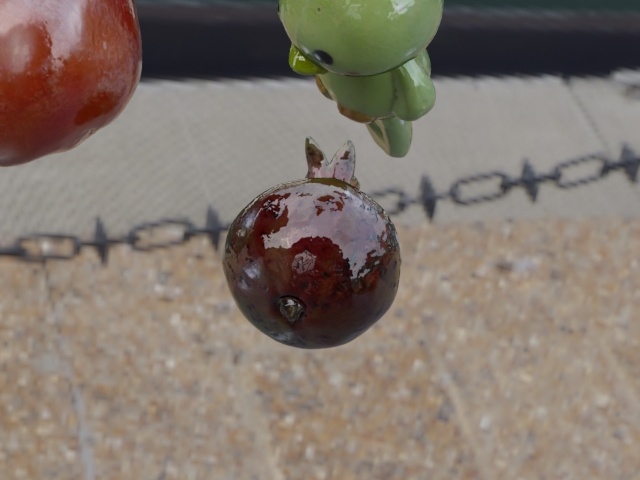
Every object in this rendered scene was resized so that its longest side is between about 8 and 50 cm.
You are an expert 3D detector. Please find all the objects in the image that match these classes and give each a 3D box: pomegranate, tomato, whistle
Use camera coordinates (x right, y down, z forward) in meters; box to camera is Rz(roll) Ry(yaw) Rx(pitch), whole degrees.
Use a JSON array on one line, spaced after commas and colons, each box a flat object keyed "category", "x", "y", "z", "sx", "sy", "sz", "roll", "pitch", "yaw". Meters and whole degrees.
[{"category": "pomegranate", "x": 0.005, "y": 0.001, "z": 1.217, "sx": 0.129, "sy": 0.129, "sz": 0.159, "roll": 26, "pitch": 67, "yaw": 19}, {"category": "tomato", "x": -0.196, "y": -0.142, "z": 1.146, "sx": 0.187, "sy": 0.151, "sz": 0.187, "roll": 18, "pitch": 41, "yaw": -17}, {"category": "whistle", "x": 0.030, "y": -0.153, "z": 1.403, "sx": 0.141, "sy": 0.294, "sz": 0.141, "roll": 1, "pitch": 52, "yaw": -1}]
